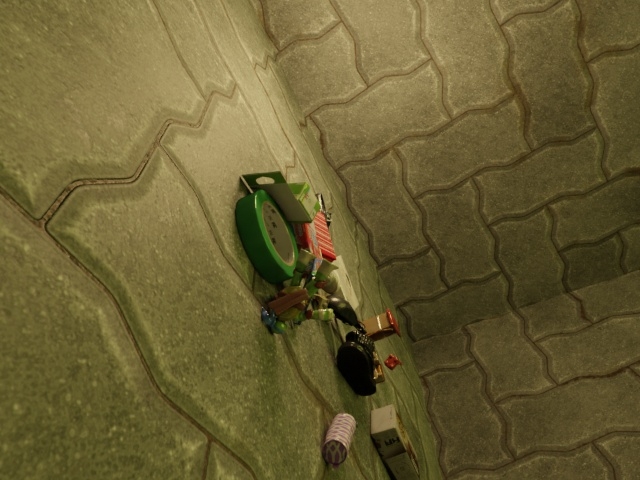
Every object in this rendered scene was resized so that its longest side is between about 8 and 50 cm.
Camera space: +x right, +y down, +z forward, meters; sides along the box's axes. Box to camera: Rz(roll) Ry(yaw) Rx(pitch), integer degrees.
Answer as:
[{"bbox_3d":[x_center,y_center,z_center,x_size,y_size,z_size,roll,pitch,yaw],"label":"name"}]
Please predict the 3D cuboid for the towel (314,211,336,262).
[{"bbox_3d":[-0.013,-0.037,2.139,0.199,0.031,0.274,28,41,-54],"label":"towel"}]

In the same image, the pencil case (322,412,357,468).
[{"bbox_3d":[0.062,0.638,1.451,0.206,0.087,0.088,-10,106,-76],"label":"pencil case"}]

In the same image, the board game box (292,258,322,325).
[{"bbox_3d":[-0.044,0.177,1.564,0.035,0.201,0.136,21,22,-4],"label":"board game box"}]

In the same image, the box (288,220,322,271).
[{"bbox_3d":[-0.086,-0.005,1.784,0.128,0.123,0.256,52,21,-51],"label":"box"}]

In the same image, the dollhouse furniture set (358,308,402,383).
[{"bbox_3d":[0.335,0.574,2.398,0.374,0.202,0.152,-100,163,-45],"label":"dollhouse furniture set"}]

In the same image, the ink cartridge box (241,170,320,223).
[{"bbox_3d":[-0.140,-0.181,1.659,0.255,0.189,0.097,59,45,-39],"label":"ink cartridge box"}]

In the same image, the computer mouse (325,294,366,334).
[{"bbox_3d":[0.100,0.305,1.978,0.189,0.072,0.272,25,-16,41],"label":"computer mouse"}]

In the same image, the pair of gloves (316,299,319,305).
[{"bbox_3d":[0.002,0.275,1.945,0.083,0.010,0.074,46,25,-61],"label":"pair of gloves"}]

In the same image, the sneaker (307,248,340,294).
[{"bbox_3d":[-0.010,0.132,1.935,0.252,0.103,0.111,54,19,-2],"label":"sneaker"}]

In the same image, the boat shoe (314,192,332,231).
[{"bbox_3d":[0.014,-0.120,2.434,0.108,0.102,0.301,40,30,-65],"label":"boat shoe"}]

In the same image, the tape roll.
[{"bbox_3d":[-0.175,-0.012,1.540,0.321,0.077,0.321,-21,90,-78],"label":"tape roll"}]

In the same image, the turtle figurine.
[{"bbox_3d":[-0.044,0.182,1.419,0.275,0.266,0.198,28,-4,-27],"label":"turtle figurine"}]

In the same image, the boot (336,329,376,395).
[{"bbox_3d":[0.158,0.481,1.962,0.260,0.131,0.347,-85,162,-50],"label":"boot"}]

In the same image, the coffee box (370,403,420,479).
[{"bbox_3d":[0.333,0.917,2.008,0.168,0.119,0.297,-65,132,-74],"label":"coffee box"}]

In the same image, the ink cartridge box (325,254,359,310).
[{"bbox_3d":[0.104,0.230,2.315,0.261,0.066,0.296,-10,79,-77],"label":"ink cartridge box"}]

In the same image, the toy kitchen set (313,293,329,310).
[{"bbox_3d":[-0.020,0.260,1.854,0.068,0.075,0.083,18,0,-26],"label":"toy kitchen set"}]
